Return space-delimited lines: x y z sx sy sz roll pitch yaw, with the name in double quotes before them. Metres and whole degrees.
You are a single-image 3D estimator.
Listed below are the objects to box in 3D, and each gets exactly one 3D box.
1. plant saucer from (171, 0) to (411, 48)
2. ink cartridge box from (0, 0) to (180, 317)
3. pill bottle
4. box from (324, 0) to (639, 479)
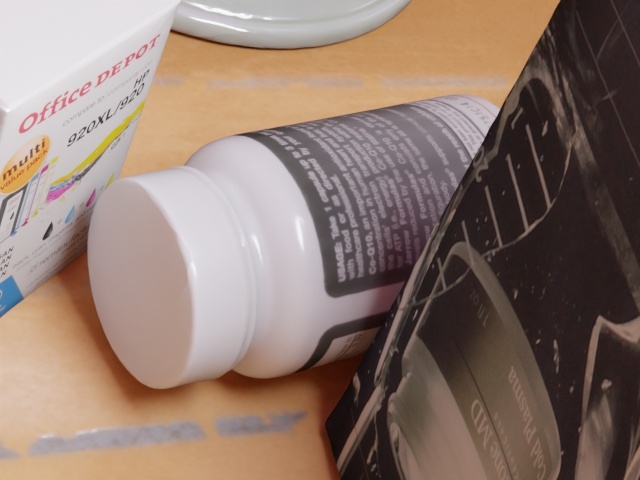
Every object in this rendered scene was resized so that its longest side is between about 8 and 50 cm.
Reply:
"plant saucer" -0.081 -0.329 1.582 0.400 0.100 0.400 13 45 -14
"ink cartridge box" -0.224 -0.083 1.181 0.168 0.233 0.171 37 45 12
"pill bottle" 0.000 0.000 1.256 0.283 0.161 0.161 -12 55 -34
"box" 0.255 0.151 1.002 0.297 0.472 0.480 2 48 -22
